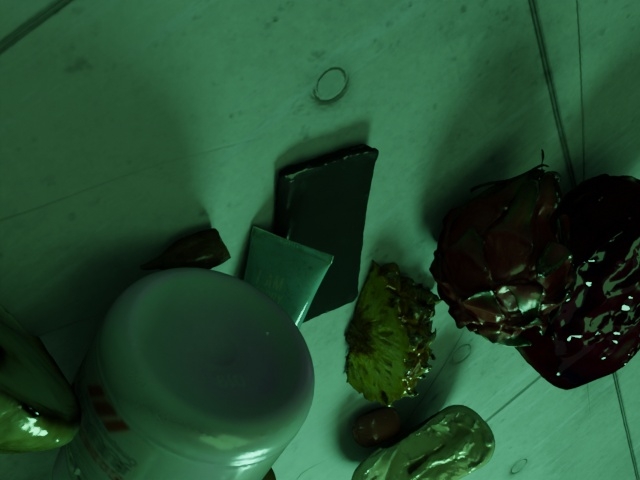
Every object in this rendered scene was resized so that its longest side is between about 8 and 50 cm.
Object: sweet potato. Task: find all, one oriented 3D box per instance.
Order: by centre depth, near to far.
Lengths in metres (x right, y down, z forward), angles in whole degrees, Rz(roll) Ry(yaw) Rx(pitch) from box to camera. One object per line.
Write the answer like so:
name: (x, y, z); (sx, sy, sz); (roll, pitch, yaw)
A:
sweet potato: (-0.163, 0.018, 1.174); (0.117, 0.049, 0.049); (-16, 135, -30)

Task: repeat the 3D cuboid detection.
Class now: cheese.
cheese: (0.177, 0.390, 1.710); (0.266, 0.127, 0.233); (-33, 165, -6)

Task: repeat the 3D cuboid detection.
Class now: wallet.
wallet: (0.000, 0.000, 1.315); (0.146, 0.030, 0.285); (-17, 135, -24)

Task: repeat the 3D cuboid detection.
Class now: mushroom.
mushroom: (-0.378, 0.138, 0.966); (0.212, 0.217, 0.292); (-27, 140, -12)

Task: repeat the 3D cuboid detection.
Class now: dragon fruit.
dragon fruit: (0.284, 0.010, 1.435); (0.234, 0.234, 0.293); (12, 105, -46)

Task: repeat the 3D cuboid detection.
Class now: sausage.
sausage: (0.095, 0.318, 1.677); (0.094, 0.059, 0.054); (-15, 92, -34)

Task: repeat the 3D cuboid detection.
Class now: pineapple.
pineapple: (0.144, 0.152, 1.501); (0.164, 0.140, 0.249); (-10, 129, -36)

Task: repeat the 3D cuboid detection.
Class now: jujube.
jujube: (0.445, 0.067, 1.609); (0.258, 0.258, 0.376); (2, 118, -42)

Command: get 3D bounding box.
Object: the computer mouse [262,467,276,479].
computer mouse: (-0.165, 0.478, 1.595); (0.158, 0.072, 0.310); (-6, 131, -35)

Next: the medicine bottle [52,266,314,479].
medicine bottle: (-0.179, 0.217, 1.170); (0.256, 0.256, 0.324); (-5, 143, -38)

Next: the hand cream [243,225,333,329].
hand cream: (-0.073, 0.124, 1.321); (0.070, 0.111, 0.312); (-63, 172, -53)
